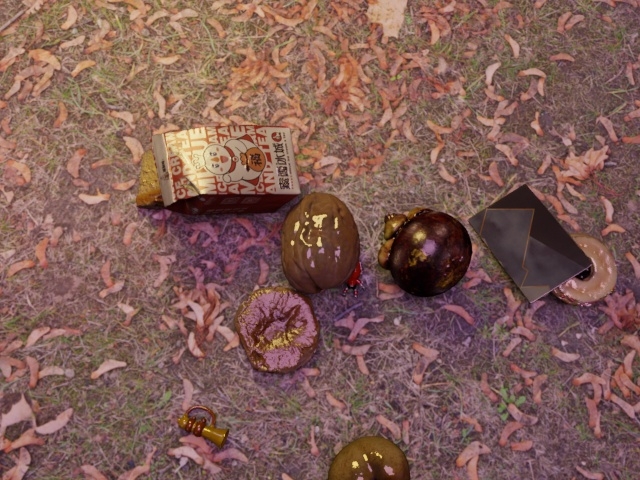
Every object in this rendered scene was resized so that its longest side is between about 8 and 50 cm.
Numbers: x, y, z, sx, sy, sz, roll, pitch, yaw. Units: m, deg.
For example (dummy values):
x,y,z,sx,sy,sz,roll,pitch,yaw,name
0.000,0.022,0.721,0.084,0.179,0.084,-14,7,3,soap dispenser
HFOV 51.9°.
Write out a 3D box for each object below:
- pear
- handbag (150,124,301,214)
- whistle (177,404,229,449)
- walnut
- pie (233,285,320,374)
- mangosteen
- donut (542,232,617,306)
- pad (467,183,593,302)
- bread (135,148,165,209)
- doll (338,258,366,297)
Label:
x,y,z,sx,sy,sz,roll,pitch,yaw,name
0.098,0.477,1.317,0.167,0.136,0.167,-1,96,-9,pear
-0.207,-0.149,1.391,0.298,0.151,0.171,-3,76,-29,handbag
-0.242,0.383,1.366,0.109,0.046,0.057,26,91,8,whistle
-0.001,-0.001,1.411,0.178,0.178,0.230,-3,67,-5,walnut
-0.089,0.188,1.419,0.195,0.046,0.195,1,76,-5,pie
0.215,0.015,1.424,0.192,0.192,0.217,-44,52,-12,mangosteen
0.578,0.067,1.483,0.175,0.068,0.174,0,79,-2,donut
0.466,0.002,1.476,0.164,0.004,0.243,-33,67,1,pad
-0.346,-0.140,1.454,0.152,0.127,0.147,-5,77,12,bread
0.073,0.070,1.462,0.057,0.039,0.114,4,86,27,doll
